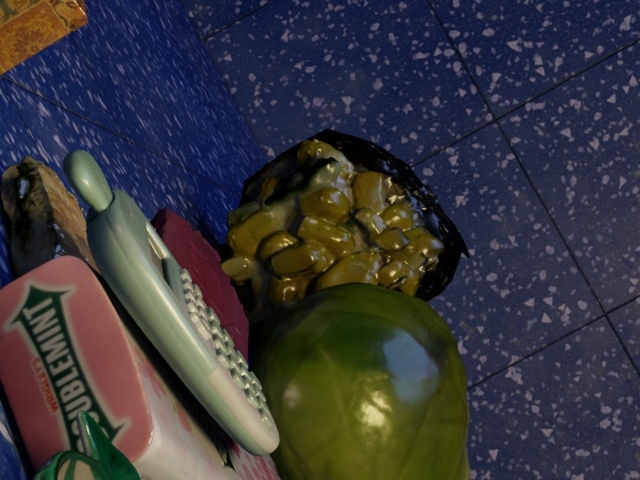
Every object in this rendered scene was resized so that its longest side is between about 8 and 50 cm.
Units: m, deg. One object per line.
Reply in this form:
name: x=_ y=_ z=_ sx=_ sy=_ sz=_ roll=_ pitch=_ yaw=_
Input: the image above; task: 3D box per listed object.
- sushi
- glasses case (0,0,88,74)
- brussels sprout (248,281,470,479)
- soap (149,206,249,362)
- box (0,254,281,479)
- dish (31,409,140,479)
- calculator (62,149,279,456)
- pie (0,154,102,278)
sushi: x=0.000 y=0.000 z=2.329 sx=0.328 sy=0.328 sz=0.285 roll=63 pitch=17 yaw=12
glasses case: x=-0.260 y=-0.122 z=1.076 sx=0.049 sy=0.218 sz=0.075 roll=56 pitch=7 yaw=-33
brussels sprout: x=0.047 y=0.207 z=1.986 sx=0.344 sy=0.268 sz=0.344 roll=-8 pitch=90 yaw=-72
soap: x=-0.160 y=0.062 z=1.718 sx=0.162 sy=0.099 sz=0.250 roll=52 pitch=8 yaw=-16
box: x=-0.133 y=0.163 z=1.351 sx=0.190 sy=0.112 sz=0.369 roll=65 pitch=7 yaw=27
dish: x=-0.151 y=0.226 z=1.037 sx=0.224 sy=0.078 sz=0.246 roll=57 pitch=8 yaw=-36
calculator: x=-0.122 y=0.051 z=1.298 sx=0.295 sy=0.042 sz=0.184 roll=56 pitch=1 yaw=-16
pie: x=-0.225 y=0.029 z=1.494 sx=0.185 sy=0.052 sz=0.218 roll=55 pitch=6 yaw=-38
